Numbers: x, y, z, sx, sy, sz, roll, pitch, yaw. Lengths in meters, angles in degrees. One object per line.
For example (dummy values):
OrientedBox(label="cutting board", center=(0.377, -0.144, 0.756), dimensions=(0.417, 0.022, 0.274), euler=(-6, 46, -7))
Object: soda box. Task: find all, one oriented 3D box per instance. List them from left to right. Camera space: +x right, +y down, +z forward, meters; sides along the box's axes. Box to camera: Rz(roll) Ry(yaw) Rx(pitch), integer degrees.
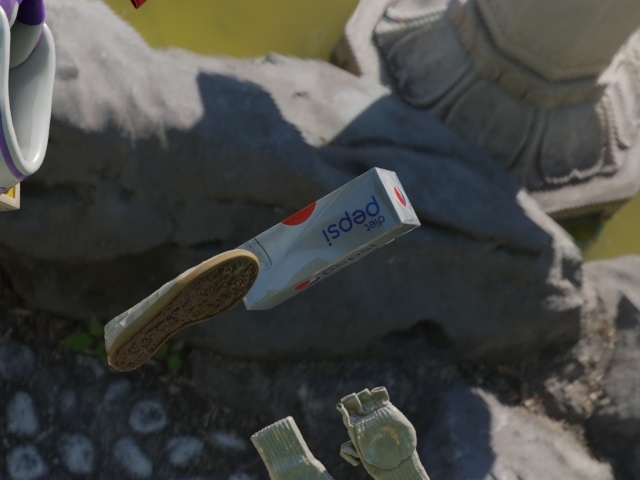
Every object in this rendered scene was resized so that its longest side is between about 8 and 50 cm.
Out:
OrientedBox(label="soda box", center=(0.000, 0.000, 1.856), dimensions=(0.098, 0.286, 0.091), euler=(65, 20, 11))

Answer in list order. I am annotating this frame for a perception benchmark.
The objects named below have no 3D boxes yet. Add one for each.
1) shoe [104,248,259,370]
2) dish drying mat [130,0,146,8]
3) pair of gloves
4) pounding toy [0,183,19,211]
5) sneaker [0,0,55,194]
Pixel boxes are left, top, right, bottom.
OrientedBox(label="shoe", center=(-0.172, 0.072, 1.472), dimensions=(0.219, 0.076, 0.058), euler=(-35, 42, 6))
OrientedBox(label="dish drying mat", center=(-0.110, -0.200, 0.857), dimensions=(0.008, 0.032, 0.083), euler=(12, 56, 40))
OrientedBox(label="pair of gloves", center=(0.036, 0.342, 1.846), dimensions=(0.240, 0.042, 0.204), euler=(-21, 98, 8))
OrientedBox(label="pounding toy", center=(-0.466, -0.145, 1.571), dimensions=(0.094, 0.206, 0.181), euler=(-5, 78, 15))
OrientedBox(label="sneaker", center=(-0.241, -0.149, 0.714), dimensions=(0.161, 0.102, 0.282), euler=(-22, 88, 16))
